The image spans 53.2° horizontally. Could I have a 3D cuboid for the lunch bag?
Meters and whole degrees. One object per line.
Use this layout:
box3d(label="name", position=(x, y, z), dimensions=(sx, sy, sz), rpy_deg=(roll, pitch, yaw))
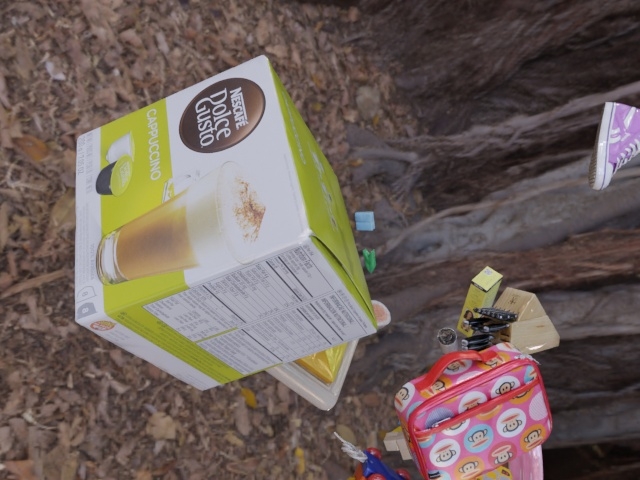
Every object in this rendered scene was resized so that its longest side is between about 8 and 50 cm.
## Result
box3d(label="lunch bag", position=(0.300, 0.330, 1.267), dimensions=(0.120, 0.293, 0.258), rpy_deg=(-129, -162, -66))

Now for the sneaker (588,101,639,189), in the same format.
box3d(label="sneaker", position=(0.777, -0.235, 1.612), dimensions=(0.102, 0.161, 0.282), rpy_deg=(78, 33, -59))

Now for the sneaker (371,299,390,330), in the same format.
box3d(label="sneaker", position=(0.048, 0.231, 1.725), dimensions=(0.302, 0.121, 0.108), rpy_deg=(5, 51, -37))

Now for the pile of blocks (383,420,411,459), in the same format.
box3d(label="pile of blocks", position=(0.371, 0.613, 2.126), dimensions=(0.149, 0.362, 0.113), rpy_deg=(30, -38, 67))

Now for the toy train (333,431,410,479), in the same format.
box3d(label="toy train", position=(0.075, 0.509, 1.331), dimensions=(0.248, 0.143, 0.105), rpy_deg=(39, 12, -14))

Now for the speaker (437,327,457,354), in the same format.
box3d(label="speaker", position=(0.380, 0.302, 1.898), dimensions=(0.136, 0.055, 0.055), rpy_deg=(57, 29, -64))

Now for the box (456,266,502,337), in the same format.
box3d(label="box", position=(0.478, 0.190, 1.928), dimensions=(0.087, 0.058, 0.232), rpy_deg=(-35, 146, -31))

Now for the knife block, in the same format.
box3d(label="knife block", position=(0.472, 0.255, 1.616), dimensions=(0.242, 0.088, 0.276), rpy_deg=(-51, 124, -18))

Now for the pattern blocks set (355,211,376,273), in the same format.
box3d(label="pattern blocks set", position=(0.000, 0.000, 1.703), dimensions=(0.026, 0.324, 0.286), rpy_deg=(-35, 131, -55))

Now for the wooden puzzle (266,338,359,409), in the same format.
box3d(label="wooden puzzle", position=(-0.012, 0.179, 1.261), dimensions=(0.221, 0.044, 0.239), rpy_deg=(40, 57, -22))

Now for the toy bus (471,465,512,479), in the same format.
box3d(label="toy bus", position=(0.393, 0.716, 1.634), dimensions=(0.130, 0.108, 0.333), rpy_deg=(-52, 154, -48))

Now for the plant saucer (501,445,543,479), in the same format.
box3d(label="plant saucer", position=(0.559, 0.585, 1.834), dimensions=(0.332, 0.084, 0.333), rpy_deg=(-4, 90, -84))

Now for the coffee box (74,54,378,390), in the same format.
box3d(label="coffee box", position=(-0.138, -0.010, 1.001), dimensions=(0.338, 0.334, 0.338), rpy_deg=(55, 18, -56))
